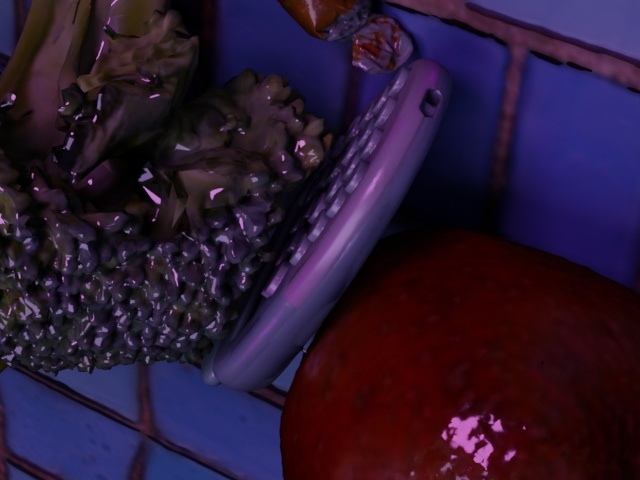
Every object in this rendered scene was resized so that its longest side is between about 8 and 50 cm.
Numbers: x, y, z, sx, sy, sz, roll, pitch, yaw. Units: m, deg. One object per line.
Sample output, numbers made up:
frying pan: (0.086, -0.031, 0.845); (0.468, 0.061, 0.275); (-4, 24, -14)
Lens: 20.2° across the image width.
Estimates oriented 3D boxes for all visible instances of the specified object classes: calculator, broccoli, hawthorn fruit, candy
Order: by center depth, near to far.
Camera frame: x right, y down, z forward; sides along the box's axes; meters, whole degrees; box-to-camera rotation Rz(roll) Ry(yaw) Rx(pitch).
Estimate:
candy: (-0.015, -0.171, 1.102); (0.182, 0.053, 0.046); (51, 145, -5)
hawthorn fruit: (0.093, 0.116, 1.111); (0.307, 0.265, 0.265); (44, 143, 35)
calculator: (0.000, 0.000, 1.128); (0.041, 0.185, 0.299); (30, 137, -7)
broccoli: (-0.160, -0.038, 1.154); (0.277, 0.338, 0.317); (20, 115, -10)

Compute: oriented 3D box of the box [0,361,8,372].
box: (-0.300, 0.000, 1.389); (0.220, 0.141, 0.064); (51, 138, -7)
